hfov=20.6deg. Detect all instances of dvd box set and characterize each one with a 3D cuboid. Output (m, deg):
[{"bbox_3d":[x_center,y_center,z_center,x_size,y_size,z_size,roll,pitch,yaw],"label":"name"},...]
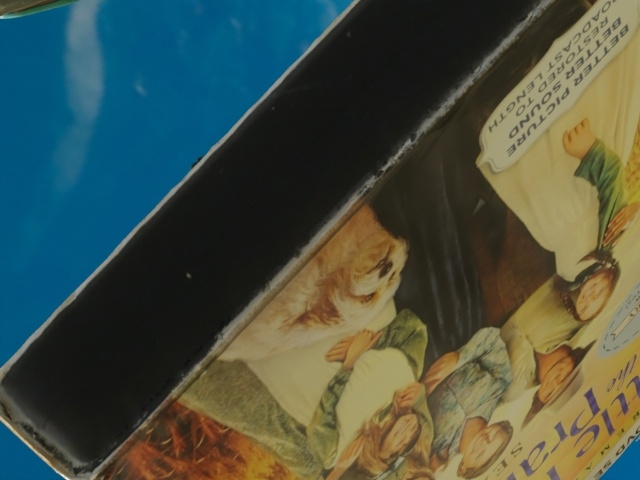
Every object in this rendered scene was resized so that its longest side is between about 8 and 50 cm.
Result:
[{"bbox_3d":[0.060,0.044,0.776,0.307,0.062,0.420,-46,-28,-8],"label":"dvd box set"}]

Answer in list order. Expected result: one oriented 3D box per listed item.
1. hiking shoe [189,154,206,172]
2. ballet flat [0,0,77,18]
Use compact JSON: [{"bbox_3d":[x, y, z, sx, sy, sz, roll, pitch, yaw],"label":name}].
[{"bbox_3d":[0.000,0.000,1.527,0.304,0.132,0.113,-1,-69,-59],"label":"hiking shoe"},{"bbox_3d":[-0.204,-0.149,1.006,0.213,0.072,0.068,-32,-60,-41],"label":"ballet flat"}]
